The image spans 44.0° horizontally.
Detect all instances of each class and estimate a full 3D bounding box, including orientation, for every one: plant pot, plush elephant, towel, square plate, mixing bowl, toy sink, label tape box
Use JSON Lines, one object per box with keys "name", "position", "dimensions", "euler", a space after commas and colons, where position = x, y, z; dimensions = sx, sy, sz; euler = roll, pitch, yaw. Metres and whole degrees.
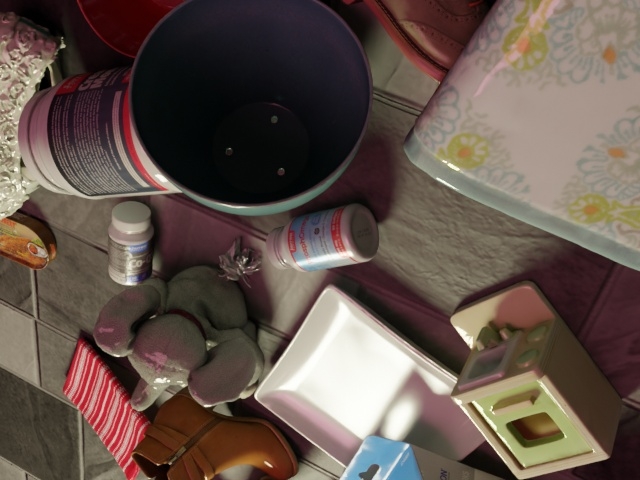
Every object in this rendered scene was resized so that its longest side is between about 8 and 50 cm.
{"name": "plant pot", "position": [-0.082, -0.154, 1.031], "dimensions": [0.290, 0.290, 0.195], "euler": [32, 168, 8]}
{"name": "plush elephant", "position": [-0.231, 0.172, 1.316], "dimensions": [0.272, 0.255, 0.330], "euler": [35, 131, 6]}
{"name": "towel", "position": [0.321, -0.136, 0.819], "dimensions": [0.374, 0.090, 0.320], "euler": [22, 129, -13]}
{"name": "square plate", "position": [0.089, 0.266, 1.330], "dimensions": [0.344, 0.049, 0.347], "euler": [36, 132, 4]}
{"name": "mixing bowl", "position": [-0.233, -0.349, 1.073], "dimensions": [0.181, 0.098, 0.181], "euler": [16, 128, 21]}
{"name": "toy sink", "position": [0.286, 0.200, 1.114], "dimensions": [0.153, 0.131, 0.234], "euler": [-30, 102, 40]}
{"name": "towel", "position": [-0.449, 0.360, 1.674], "dimensions": [0.275, 0.031, 0.199], "euler": [47, 133, 17]}
{"name": "label tape box", "position": [0.195, 0.478, 1.316], "dimensions": [0.348, 0.115, 0.249], "euler": [20, 131, -4]}

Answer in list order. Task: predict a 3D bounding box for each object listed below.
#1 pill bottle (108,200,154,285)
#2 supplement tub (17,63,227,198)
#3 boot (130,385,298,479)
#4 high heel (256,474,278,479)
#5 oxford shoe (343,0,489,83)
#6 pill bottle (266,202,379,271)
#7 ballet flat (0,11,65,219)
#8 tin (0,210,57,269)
{"name": "pill bottle", "position": [-0.330, 0.004, 1.381], "dimensions": [0.078, 0.078, 0.137], "euler": [24, 130, 15]}
{"name": "supplement tub", "position": [-0.291, -0.159, 1.173], "dimensions": [0.272, 0.191, 0.191], "euler": [-2, 119, 31]}
{"name": "boot", "position": [-0.193, 0.404, 1.473], "dimensions": [0.283, 0.220, 0.109], "euler": [44, 131, -3]}
{"name": "high heel", "position": [-0.121, 0.585, 1.612], "dimensions": [0.181, 0.127, 0.377], "euler": [59, 146, -3]}
{"name": "oxford shoe", "position": [0.136, -0.276, 0.893], "dimensions": [0.348, 0.123, 0.130], "euler": [38, 125, 0]}
{"name": "pill bottle", "position": [0.000, 0.000, 1.178], "dimensions": [0.160, 0.087, 0.087], "euler": [-12, 113, 35]}
{"name": "ballet flat", "position": [-0.497, -0.182, 1.329], "dimensions": [0.147, 0.147, 0.409], "euler": [30, 131, 10]}
{"name": "tin", "position": [-0.601, -0.010, 1.561], "dimensions": [0.190, 0.040, 0.106], "euler": [21, 133, 17]}
